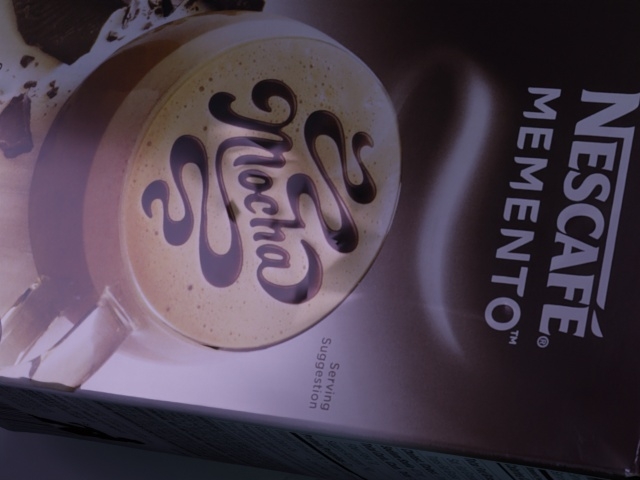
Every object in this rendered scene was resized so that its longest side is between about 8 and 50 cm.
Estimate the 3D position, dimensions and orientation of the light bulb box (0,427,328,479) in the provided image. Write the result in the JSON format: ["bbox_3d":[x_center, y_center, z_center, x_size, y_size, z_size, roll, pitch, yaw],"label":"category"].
[{"bbox_3d":[-0.207,0.192,0.837,0.361,0.358,0.225,-39,40,52],"label":"light bulb box"}]

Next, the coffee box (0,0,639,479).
[{"bbox_3d":[0.000,0.000,0.623,0.297,0.119,0.168,5,73,23],"label":"coffee box"}]
